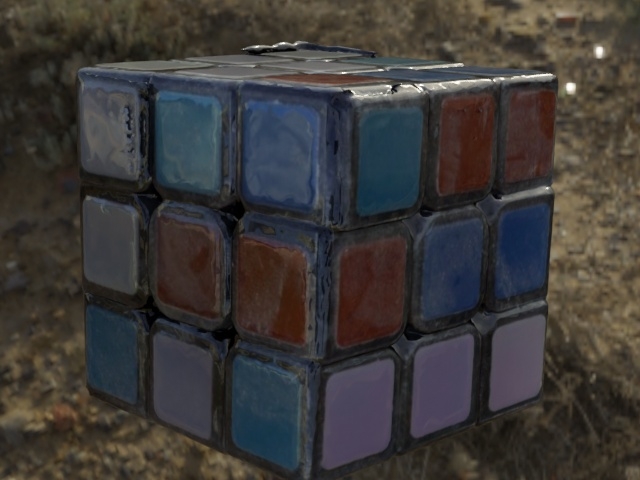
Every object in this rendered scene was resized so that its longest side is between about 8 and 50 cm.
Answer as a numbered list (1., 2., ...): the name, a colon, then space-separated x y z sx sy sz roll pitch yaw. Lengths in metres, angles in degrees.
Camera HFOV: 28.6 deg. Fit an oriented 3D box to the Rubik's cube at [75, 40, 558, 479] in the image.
1. Rubik's cube: 0.000 0.000 1.233 0.363 0.359 0.362 15 16 39
